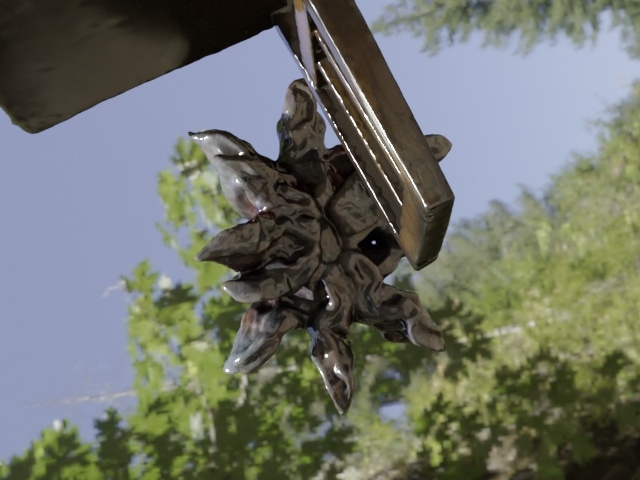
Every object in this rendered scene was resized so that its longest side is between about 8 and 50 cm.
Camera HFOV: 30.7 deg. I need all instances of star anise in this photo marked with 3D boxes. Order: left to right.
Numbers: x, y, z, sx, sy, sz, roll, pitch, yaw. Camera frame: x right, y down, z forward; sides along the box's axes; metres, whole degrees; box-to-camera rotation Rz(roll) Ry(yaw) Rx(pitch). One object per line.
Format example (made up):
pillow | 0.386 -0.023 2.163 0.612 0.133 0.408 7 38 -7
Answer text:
star anise | -0.004 0.003 0.952 0.129 0.212 0.283 176 93 -77

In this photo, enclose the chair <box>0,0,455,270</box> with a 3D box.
chair | -0.115 -0.140 0.734 0.203 0.240 0.416 81 165 -76
